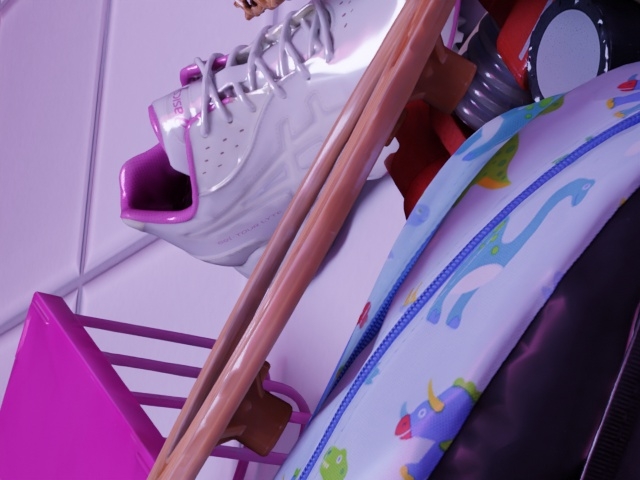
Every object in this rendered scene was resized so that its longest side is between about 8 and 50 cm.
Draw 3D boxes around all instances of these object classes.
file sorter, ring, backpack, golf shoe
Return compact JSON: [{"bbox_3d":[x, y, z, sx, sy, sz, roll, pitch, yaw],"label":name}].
[{"bbox_3d":[-0.081,0.185,1.178,0.291,0.182,0.202,41,116,62],"label":"file sorter"},{"bbox_3d":[0.000,0.000,0.826,0.336,0.032,0.336,-60,3,6],"label":"ring"},{"bbox_3d":[0.106,0.108,0.697,0.273,0.290,0.355,-99,34,-68],"label":"backpack"},{"bbox_3d":[-0.022,-0.083,1.219,0.306,0.140,0.115,-55,33,40],"label":"golf shoe"}]

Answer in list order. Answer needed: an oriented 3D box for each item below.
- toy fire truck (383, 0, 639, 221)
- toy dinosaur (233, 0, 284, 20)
[{"bbox_3d":[0.106,-0.079,0.956,0.217,0.158,0.246,-63,38,32],"label":"toy fire truck"},{"bbox_3d":[0.051,-0.260,1.095,0.322,0.164,0.218,-35,51,8],"label":"toy dinosaur"}]
